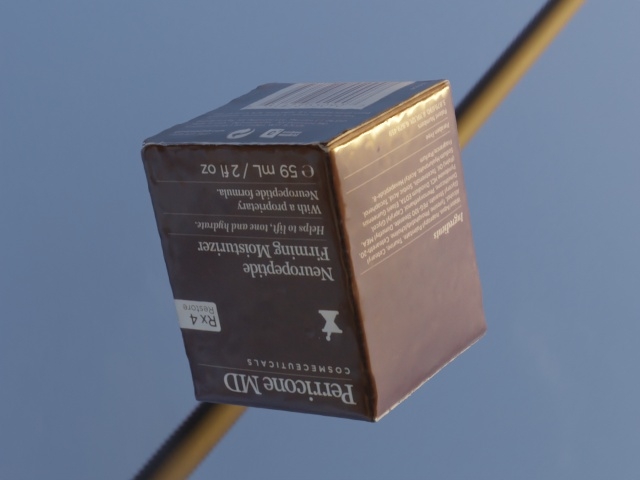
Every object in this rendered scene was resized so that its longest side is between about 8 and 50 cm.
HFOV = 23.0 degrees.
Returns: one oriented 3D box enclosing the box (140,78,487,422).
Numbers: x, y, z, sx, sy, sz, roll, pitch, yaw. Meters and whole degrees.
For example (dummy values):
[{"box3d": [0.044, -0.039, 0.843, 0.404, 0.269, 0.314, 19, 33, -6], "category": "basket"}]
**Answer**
[{"box3d": [0.000, 0.000, 1.145, 0.168, 0.203, 0.167, 2, -159, 35], "category": "box"}]
